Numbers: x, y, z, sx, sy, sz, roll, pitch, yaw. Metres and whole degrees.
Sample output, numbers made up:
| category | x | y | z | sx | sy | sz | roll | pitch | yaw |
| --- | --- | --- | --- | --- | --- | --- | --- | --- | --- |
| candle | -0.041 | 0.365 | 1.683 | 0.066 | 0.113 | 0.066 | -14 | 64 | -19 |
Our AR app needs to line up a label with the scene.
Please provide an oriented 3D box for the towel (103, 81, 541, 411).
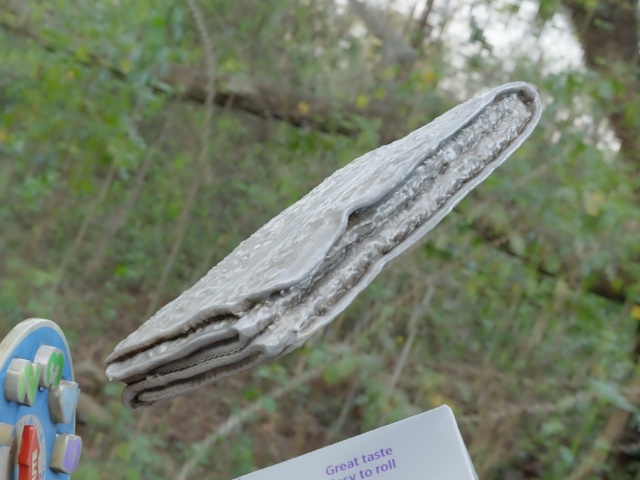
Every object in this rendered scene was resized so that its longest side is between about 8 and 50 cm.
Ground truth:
| category | x | y | z | sx | sy | sz | roll | pitch | yaw |
| --- | --- | --- | --- | --- | --- | --- | --- | --- | --- |
| towel | 0.000 | 0.000 | 0.973 | 0.187 | 0.282 | 0.049 | -24 | -77 | 50 |

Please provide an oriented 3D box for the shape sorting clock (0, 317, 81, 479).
| category | x | y | z | sx | sy | sz | roll | pitch | yaw |
| --- | --- | --- | --- | --- | --- | --- | --- | --- | --- |
| shape sorting clock | -0.156 | 0.141 | 0.791 | 0.040 | 0.206 | 0.206 | 9 | -2 | 11 |

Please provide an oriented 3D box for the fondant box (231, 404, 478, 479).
| category | x | y | z | sx | sy | sz | roll | pitch | yaw |
| --- | --- | --- | --- | --- | --- | --- | --- | --- | --- |
| fondant box | 0.010 | 0.274 | 0.944 | 0.330 | 0.238 | 0.096 | -103 | 172 | -54 |
